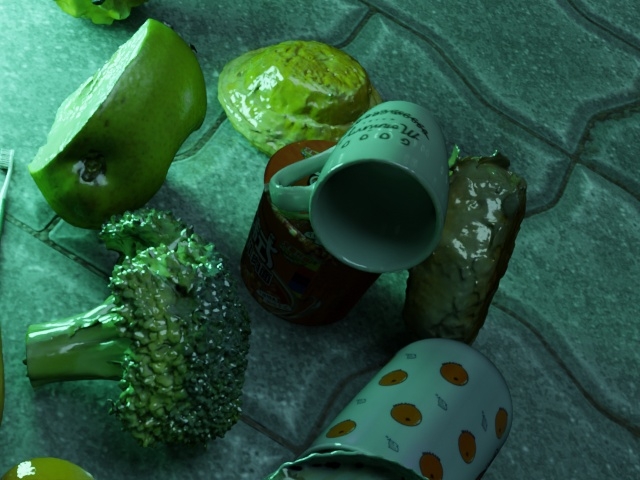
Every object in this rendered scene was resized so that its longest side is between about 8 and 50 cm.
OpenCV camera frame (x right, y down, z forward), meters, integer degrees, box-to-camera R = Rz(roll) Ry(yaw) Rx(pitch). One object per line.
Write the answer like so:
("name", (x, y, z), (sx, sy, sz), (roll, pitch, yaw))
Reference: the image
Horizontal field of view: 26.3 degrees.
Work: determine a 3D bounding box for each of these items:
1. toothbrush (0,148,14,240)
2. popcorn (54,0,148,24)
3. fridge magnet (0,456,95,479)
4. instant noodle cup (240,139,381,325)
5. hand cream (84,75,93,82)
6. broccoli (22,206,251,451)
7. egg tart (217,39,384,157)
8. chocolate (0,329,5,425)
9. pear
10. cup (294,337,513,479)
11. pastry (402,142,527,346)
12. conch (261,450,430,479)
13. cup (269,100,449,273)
("toothbrush", (-0.470, -0.044, 2.014), (0.024, 0.018, 0.257), (9, 46, -17))
("popcorn", (-0.354, -0.481, 2.327), (0.249, 0.249, 0.225), (3, 32, -26))
("fridge magnet", (-0.335, 0.332, 1.696), (0.143, 0.063, 0.143), (16, 42, -15))
("instant noodle cup", (0.000, 0.000, 2.098), (0.250, 0.192, 0.250), (15, 44, -15))
("hand cream", (-0.313, -0.296, 2.321), (0.078, 0.050, 0.205), (35, 47, 3))
("broccoli", (-0.233, 0.098, 1.839), (0.302, 0.249, 0.375), (6, 53, -28))
("egg tart", (-0.019, -0.262, 2.388), (0.319, 0.128, 0.319), (14, 43, -14))
("chocolate", (-0.482, 0.157, 1.735), (0.162, 0.162, 0.445), (4, 53, -26))
("pear", (-0.296, -0.140, 2.033), (0.176, 0.286, 0.282), (39, 39, -19))
("cup", (0.126, 0.279, 1.886), (0.212, 0.212, 0.317), (37, 42, 8))
("pastry", (0.215, 0.030, 2.108), (0.136, 0.330, 0.330), (21, 41, 11))
("conch", (0.043, 0.413, 1.662), (0.319, 0.215, 0.303), (-14, 72, 11))
("cup", (0.060, -0.093, 1.971), (0.258, 0.186, 0.234), (2, 33, 10))
